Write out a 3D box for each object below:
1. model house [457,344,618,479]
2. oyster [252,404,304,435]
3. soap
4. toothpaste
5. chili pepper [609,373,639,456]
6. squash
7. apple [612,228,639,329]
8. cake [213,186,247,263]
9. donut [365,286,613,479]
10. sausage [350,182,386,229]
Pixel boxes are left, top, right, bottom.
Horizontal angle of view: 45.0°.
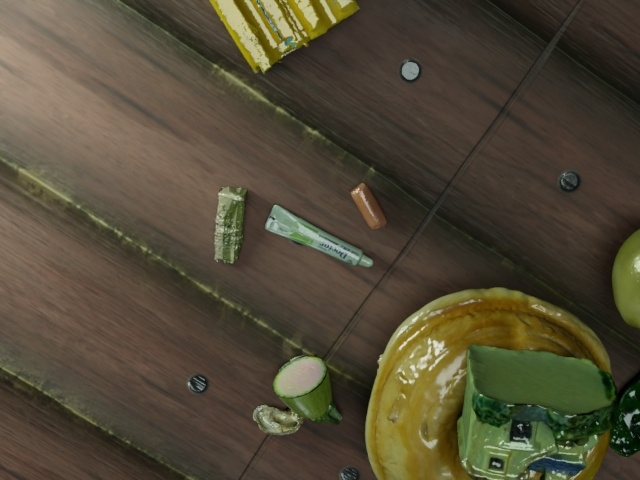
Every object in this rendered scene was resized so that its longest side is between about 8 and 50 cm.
[{"bbox_3d":[0.308,0.279,1.119,0.214,0.195,0.189,7,109,2],"label":"model house"},{"bbox_3d":[-0.074,0.322,1.409,0.083,0.038,0.080,37,74,19],"label":"oyster"},{"bbox_3d":[-0.096,-0.442,1.188,0.204,0.096,0.324,-29,102,7],"label":"soap"},{"bbox_3d":[0.000,0.000,1.327,0.197,0.029,0.048,25,101,-3],"label":"toothpaste"},{"bbox_3d":[0.593,0.287,1.382,0.098,0.061,0.224,35,102,-1],"label":"chili pepper"},{"bbox_3d":[-0.015,0.285,1.374,0.105,0.105,0.132,-21,121,5],"label":"squash"},{"bbox_3d":[0.573,0.066,1.266,0.200,0.200,0.200,0,103,0],"label":"apple"},{"bbox_3d":[-0.155,-0.029,1.322,0.051,0.055,0.140,8,120,-4],"label":"cake"},{"bbox_3d":[0.285,0.296,1.313,0.449,0.198,0.449,0,102,2],"label":"donut"},{"bbox_3d":[0.082,-0.057,1.311,0.034,0.034,0.083,-30,102,6],"label":"sausage"}]
